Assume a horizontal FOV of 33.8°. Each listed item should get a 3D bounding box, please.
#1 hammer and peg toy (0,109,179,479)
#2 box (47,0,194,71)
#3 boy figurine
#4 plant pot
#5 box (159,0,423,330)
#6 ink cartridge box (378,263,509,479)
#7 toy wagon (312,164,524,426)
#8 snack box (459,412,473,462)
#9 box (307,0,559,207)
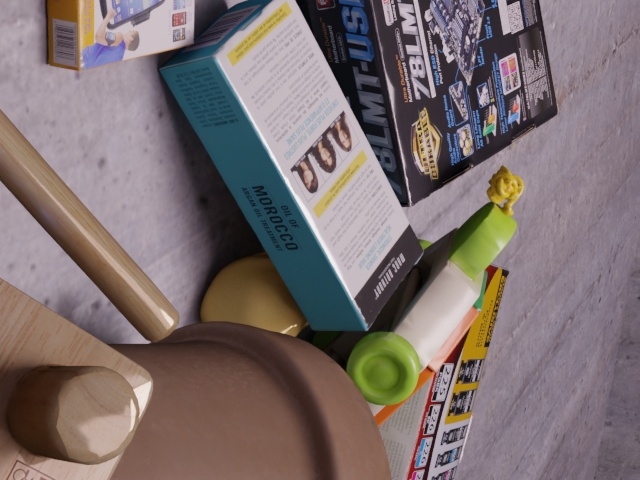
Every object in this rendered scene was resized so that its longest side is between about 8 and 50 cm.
[{"bbox_3d":[-0.188,0.055,0.388,0.266,0.127,0.361,38,65,-24],"label":"hammer and peg toy"},{"bbox_3d":[-0.118,-0.159,0.668,0.136,0.028,0.081,-30,130,-55],"label":"box"},{"bbox_3d":[0.000,0.000,0.929,0.285,0.092,0.177,-55,144,-35],"label":"boy figurine"},{"bbox_3d":[-0.124,0.156,0.619,0.229,0.263,0.263,25,81,-46],"label":"plant pot"},{"bbox_3d":[-0.014,-0.055,0.794,0.100,0.060,0.244,-50,122,-38],"label":"box"},{"bbox_3d":[0.105,0.161,1.200,0.272,0.130,0.310,13,92,-67],"label":"ink cartridge box"},{"bbox_3d":[0.064,0.079,0.924,0.344,0.068,0.267,-46,-176,20],"label":"toy wagon"},{"bbox_3d":[0.150,0.230,1.345,0.178,0.022,0.064,-164,-92,-79],"label":"snack box"},{"bbox_3d":[0.100,-0.210,0.927,0.293,0.073,0.296,-32,114,-47],"label":"box"}]
